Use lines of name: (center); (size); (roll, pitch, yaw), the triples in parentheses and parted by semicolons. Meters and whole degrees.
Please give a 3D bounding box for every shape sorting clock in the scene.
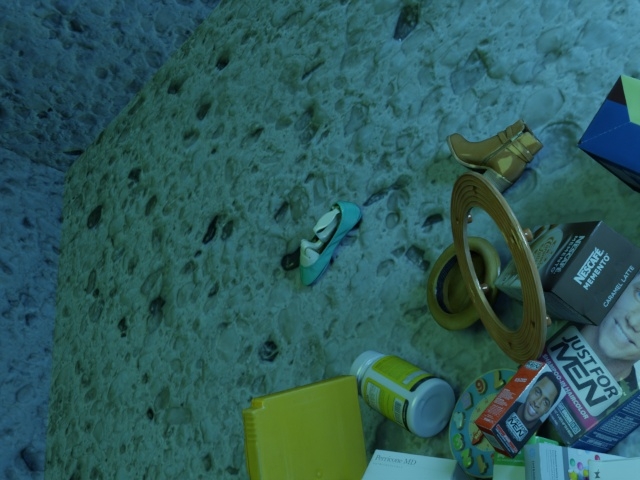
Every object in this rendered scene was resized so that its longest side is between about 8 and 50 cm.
shape sorting clock: (0.311, 0.328, 1.404); (0.206, 0.040, 0.206); (-34, 41, 36)

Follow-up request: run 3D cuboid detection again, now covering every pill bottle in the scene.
pill bottle: (0.157, 0.299, 1.550); (0.208, 0.119, 0.119); (22, 88, 52)

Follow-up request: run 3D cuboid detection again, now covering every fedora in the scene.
fedora: (0.296, 0.090, 1.526); (0.194, 0.079, 0.194); (-25, 57, 47)

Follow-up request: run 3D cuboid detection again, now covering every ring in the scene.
ring: (0.299, 0.044, 1.301); (0.032, 0.337, 0.337); (-17, 46, -7)

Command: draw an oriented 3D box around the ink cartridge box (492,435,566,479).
ink cartridge box: (0.348, 0.426, 1.232); (0.086, 0.153, 0.209); (-13, 61, 48)

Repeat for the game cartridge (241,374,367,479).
game cartridge: (-0.019, 0.439, 1.472); (0.052, 0.285, 0.324); (-11, 84, 43)

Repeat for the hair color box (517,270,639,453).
hair color box: (0.498, 0.166, 1.229); (0.347, 0.105, 0.174); (-48, 41, 21)

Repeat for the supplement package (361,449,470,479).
supplement package: (0.139, 0.528, 1.300); (0.177, 0.175, 0.293); (-5, 39, 40)

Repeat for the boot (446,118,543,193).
boot: (0.362, -0.198, 1.608); (0.152, 0.073, 0.197); (-49, 53, 22)

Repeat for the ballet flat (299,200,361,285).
ballet flat: (0.000, 0.000, 1.913); (0.247, 0.087, 0.083); (-54, 40, 15)

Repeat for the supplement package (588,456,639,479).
supplement package: (0.524, 0.398, 1.046); (0.261, 0.145, 0.204); (-22, 55, 42)

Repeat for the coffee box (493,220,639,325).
coffee box: (0.406, 0.051, 1.292); (0.141, 0.098, 0.246); (-54, 6, -6)

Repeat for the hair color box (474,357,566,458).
hair color box: (0.312, 0.260, 1.206); (0.141, 0.072, 0.043); (-45, 21, -18)

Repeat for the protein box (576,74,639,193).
protein box: (0.563, -0.137, 1.230); (0.136, 0.201, 0.200); (-60, 38, 8)

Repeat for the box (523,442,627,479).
box: (0.392, 0.391, 1.170); (0.038, 0.186, 0.145); (-32, 47, 54)
